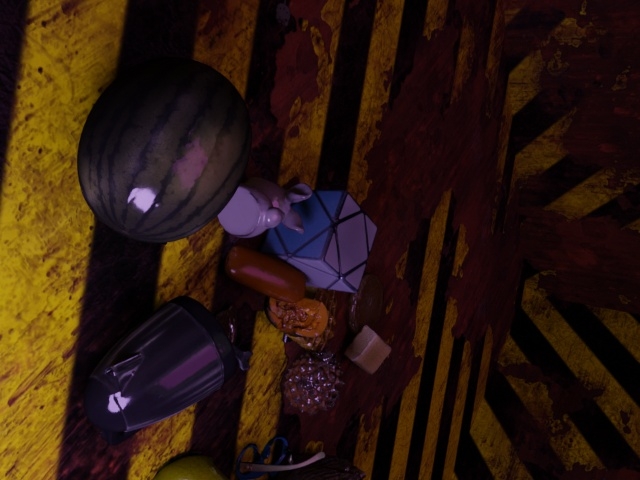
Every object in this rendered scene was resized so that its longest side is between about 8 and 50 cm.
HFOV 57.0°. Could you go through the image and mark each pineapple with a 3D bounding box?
[{"bbox_3d":[-0.011,0.388,1.659,0.166,0.166,0.193,-5,127,-57],"label":"pineapple"}]

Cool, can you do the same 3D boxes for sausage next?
[{"bbox_3d":[-0.132,0.085,1.443,0.238,0.098,0.098,26,75,-34],"label":"sausage"}]

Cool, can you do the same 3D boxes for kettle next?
[{"bbox_3d":[-0.341,0.264,1.154,0.271,0.251,0.207,-33,96,-41],"label":"kettle"}]

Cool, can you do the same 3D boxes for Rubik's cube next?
[{"bbox_3d":[0.000,0.000,1.544,0.207,0.205,0.205,44,59,-50],"label":"Rubik's cube"}]

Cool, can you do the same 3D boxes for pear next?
[{"bbox_3d":[-0.232,0.620,1.336,0.159,0.292,0.292,-45,134,-29],"label":"pear"}]

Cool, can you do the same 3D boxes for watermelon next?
[{"bbox_3d":[-0.264,-0.169,1.040,0.359,0.279,0.279,-62,144,-20],"label":"watermelon"}]

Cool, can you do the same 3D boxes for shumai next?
[{"bbox_3d":[-0.017,0.803,1.735,0.346,0.217,0.283,12,88,-63],"label":"shumai"}]

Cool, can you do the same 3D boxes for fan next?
[{"bbox_3d":[-0.090,-0.572,1.450,0.056,0.004,0.083,4,95,-57],"label":"fan"}]

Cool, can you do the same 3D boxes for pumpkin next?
[{"bbox_3d":[-0.080,0.188,1.570,0.183,0.108,0.119,40,61,-18],"label":"pumpkin"}]

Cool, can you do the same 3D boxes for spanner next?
[{"bbox_3d":[-0.228,0.244,1.410,0.054,0.015,0.254,-64,144,-25],"label":"spanner"}]

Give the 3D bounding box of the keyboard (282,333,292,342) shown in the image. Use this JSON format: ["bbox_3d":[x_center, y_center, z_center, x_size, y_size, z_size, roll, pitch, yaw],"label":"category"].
[{"bbox_3d":[-0.077,0.191,1.666,0.060,0.018,0.195,10,89,-64],"label":"keyboard"}]

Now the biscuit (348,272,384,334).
[{"bbox_3d":[0.152,0.218,2.001,0.226,0.042,0.226,-23,119,-51],"label":"biscuit"}]

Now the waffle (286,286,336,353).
[{"bbox_3d":[-0.003,0.219,1.740,0.219,0.057,0.229,54,50,-55],"label":"waffle"}]

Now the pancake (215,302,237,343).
[{"bbox_3d":[-0.258,0.229,1.392,0.184,0.020,0.190,45,61,-51],"label":"pancake"}]

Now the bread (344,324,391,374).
[{"bbox_3d":[0.162,0.371,1.993,0.125,0.068,0.188,-51,145,-5],"label":"bread"}]

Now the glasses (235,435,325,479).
[{"bbox_3d":[-0.107,0.581,1.606,0.239,0.207,0.102,19,47,-61],"label":"glasses"}]

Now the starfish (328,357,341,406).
[{"bbox_3d":[0.025,0.430,1.793,0.190,0.074,0.146,94,17,-60],"label":"starfish"}]

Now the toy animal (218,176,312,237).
[{"bbox_3d":[-0.130,-0.076,1.363,0.193,0.178,0.127,-11,110,-54],"label":"toy animal"}]

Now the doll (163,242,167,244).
[{"bbox_3d":[-0.294,-0.086,1.212,0.195,0.070,0.096,-62,167,-14],"label":"doll"}]
